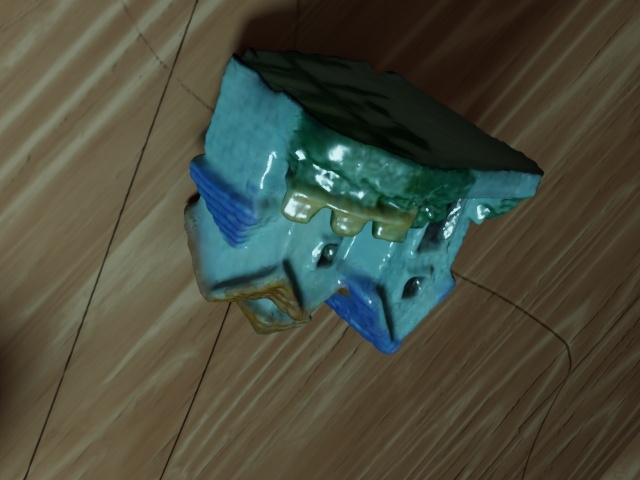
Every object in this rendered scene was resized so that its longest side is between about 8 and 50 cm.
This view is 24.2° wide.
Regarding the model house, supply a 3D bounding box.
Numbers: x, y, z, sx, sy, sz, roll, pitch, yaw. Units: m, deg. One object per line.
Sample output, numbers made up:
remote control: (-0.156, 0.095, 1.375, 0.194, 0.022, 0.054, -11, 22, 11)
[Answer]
model house: (0.000, 0.000, 1.528, 0.294, 0.251, 0.329, -3, 127, -50)
